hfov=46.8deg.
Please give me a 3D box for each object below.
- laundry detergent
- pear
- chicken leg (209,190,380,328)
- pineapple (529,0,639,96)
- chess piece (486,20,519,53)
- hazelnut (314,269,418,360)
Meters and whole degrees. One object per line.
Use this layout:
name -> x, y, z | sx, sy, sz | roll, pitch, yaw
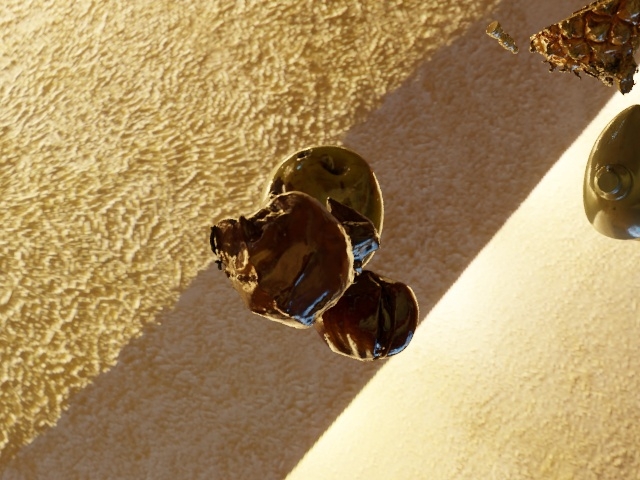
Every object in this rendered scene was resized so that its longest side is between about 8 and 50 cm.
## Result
laundry detergent -> 0.408, -0.083, 0.957 | 0.253, 0.091, 0.181 | -8, -73, -53
pear -> 0.002, -0.057, 1.523 | 0.284, 0.284, 0.283 | 0, -90, -32
chicken leg -> 0.000, 0.000, 0.689 | 0.113, 0.093, 0.304 | 66, -161, -1
pineapple -> 0.444, -0.311, 1.249 | 0.140, 0.250, 0.164 | -20, -76, -9
chess piece -> 0.424, -0.462, 1.700 | 0.092, 0.035, 0.035 | 34, -107, -27
hazelnut -> 0.085, 0.147, 1.444 | 0.204, 0.178, 0.177 | 1, -90, -11
